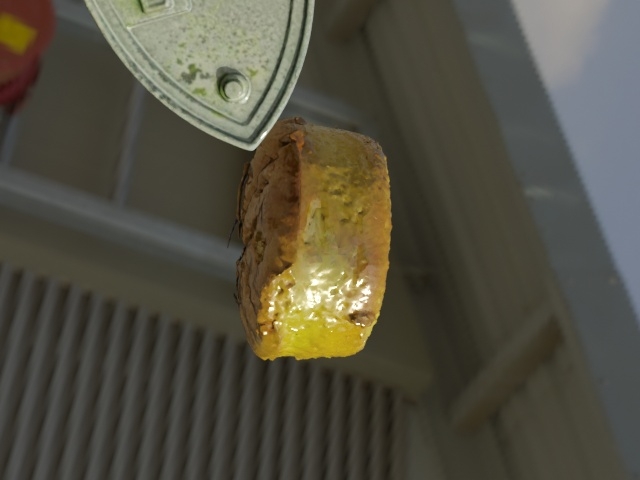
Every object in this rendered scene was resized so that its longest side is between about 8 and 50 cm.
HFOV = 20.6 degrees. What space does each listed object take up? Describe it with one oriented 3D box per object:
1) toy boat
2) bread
[{"bbox_3d":[-0.081,-0.199,0.953,0.092,0.141,0.320,-88,162,-72],"label":"toy boat"},{"bbox_3d":[-0.003,0.004,1.834,0.147,0.160,0.261,-173,-88,-73],"label":"bread"}]
